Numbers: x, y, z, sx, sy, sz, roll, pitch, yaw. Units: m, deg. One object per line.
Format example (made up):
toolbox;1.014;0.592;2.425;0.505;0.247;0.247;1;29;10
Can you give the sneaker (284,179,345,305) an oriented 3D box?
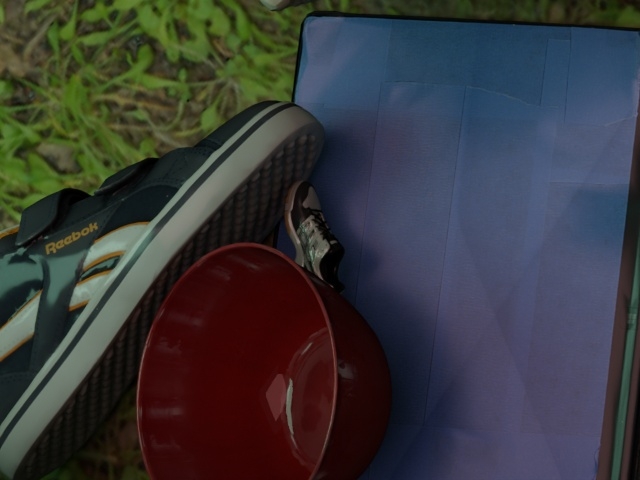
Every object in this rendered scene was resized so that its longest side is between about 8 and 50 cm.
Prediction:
sneaker;0.000;0.000;1.106;0.037;0.032;0.083;-11;83;38

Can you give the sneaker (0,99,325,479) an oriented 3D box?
sneaker;-0.141;0.008;1.129;0.127;0.126;0.321;45;99;17

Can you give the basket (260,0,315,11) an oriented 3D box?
basket;0.035;-0.338;0.988;0.266;0.328;0.331;-27;94;14

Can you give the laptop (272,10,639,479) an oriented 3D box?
laptop;0.130;0.035;0.997;0.236;0.408;0.382;8;85;-16

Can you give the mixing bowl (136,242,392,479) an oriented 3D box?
mixing bowl;-0.021;0.096;1.054;0.181;0.098;0.181;-11;75;44
